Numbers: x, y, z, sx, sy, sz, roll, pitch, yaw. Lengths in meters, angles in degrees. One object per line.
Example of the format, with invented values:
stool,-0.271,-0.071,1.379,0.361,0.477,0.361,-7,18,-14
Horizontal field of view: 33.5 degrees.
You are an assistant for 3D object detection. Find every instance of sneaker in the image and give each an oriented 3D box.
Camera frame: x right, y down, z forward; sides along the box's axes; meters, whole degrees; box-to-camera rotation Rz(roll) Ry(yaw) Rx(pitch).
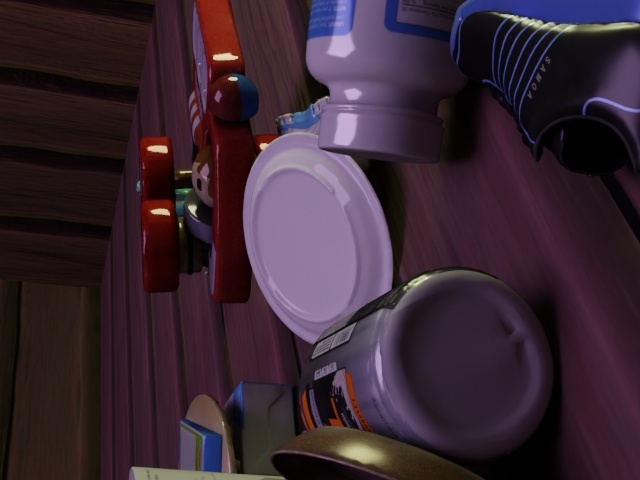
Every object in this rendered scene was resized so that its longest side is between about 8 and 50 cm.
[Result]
sneaker,0.003,-0.085,1.021,0.191,0.071,0.082,170,100,-73
sneaker,0.128,-0.083,0.577,0.232,0.081,0.090,-156,80,-71

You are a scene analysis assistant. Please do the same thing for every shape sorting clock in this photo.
shape sorting clock,-0.119,0.266,1.123,0.206,0.040,0.206,-178,90,-72

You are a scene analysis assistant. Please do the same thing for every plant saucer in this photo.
plant saucer,0.052,0.150,0.625,0.029,0.168,0.168,-65,10,-21

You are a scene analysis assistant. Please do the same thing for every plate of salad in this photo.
plate of salad,0.000,0.000,0.959,0.200,0.048,0.199,19,116,45

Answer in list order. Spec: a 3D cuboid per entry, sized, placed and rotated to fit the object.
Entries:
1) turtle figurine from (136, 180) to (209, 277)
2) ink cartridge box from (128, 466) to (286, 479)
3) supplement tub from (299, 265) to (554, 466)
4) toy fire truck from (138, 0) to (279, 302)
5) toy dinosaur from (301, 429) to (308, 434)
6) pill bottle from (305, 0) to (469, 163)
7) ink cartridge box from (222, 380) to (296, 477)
turtle figurine,-0.174,-0.030,1.516,0.175,0.118,0.234,54,161,-1
ink cartridge box,-0.030,0.252,0.743,0.092,0.220,0.160,-158,75,-76
supplement tub,0.056,0.092,0.687,0.190,0.117,0.117,138,136,-66
toy fire truck,-0.110,-0.093,1.142,0.302,0.169,0.253,-104,15,-51
toy dinosaur,-0.039,0.322,1.031,0.118,0.064,0.268,152,128,-64
pill bottle,0.054,-0.172,0.780,0.124,0.124,0.221,-168,86,-73
ink cartridge box,-0.081,0.237,1.181,0.181,0.062,0.104,124,147,-56
